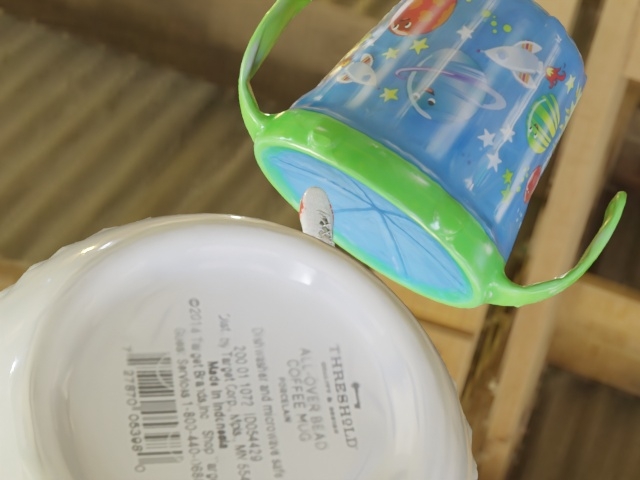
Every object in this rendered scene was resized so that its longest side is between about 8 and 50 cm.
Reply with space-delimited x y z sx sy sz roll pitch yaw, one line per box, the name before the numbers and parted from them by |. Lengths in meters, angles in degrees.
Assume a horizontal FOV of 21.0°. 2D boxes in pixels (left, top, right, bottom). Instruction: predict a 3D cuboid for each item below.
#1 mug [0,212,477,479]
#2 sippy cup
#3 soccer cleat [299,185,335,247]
mug | -0.070 0.182 0.771 0.276 0.328 0.374 10 -121 -9
sippy cup | 0.100 -0.098 1.450 0.224 0.305 0.240 -54 -151 -13
soccer cleat | 0.000 0.000 1.338 0.029 0.083 0.035 -3 -170 -18
